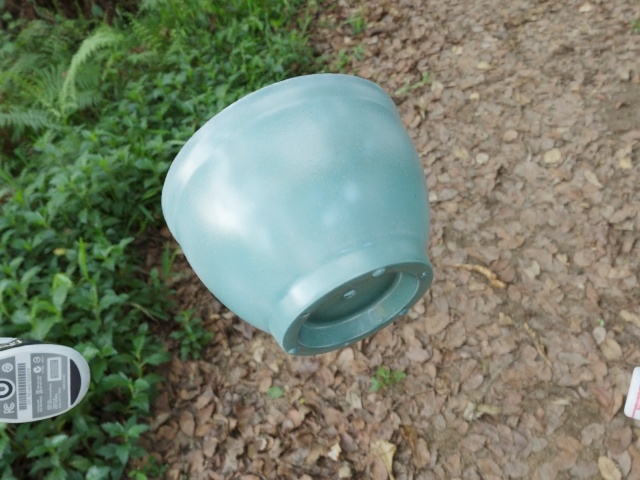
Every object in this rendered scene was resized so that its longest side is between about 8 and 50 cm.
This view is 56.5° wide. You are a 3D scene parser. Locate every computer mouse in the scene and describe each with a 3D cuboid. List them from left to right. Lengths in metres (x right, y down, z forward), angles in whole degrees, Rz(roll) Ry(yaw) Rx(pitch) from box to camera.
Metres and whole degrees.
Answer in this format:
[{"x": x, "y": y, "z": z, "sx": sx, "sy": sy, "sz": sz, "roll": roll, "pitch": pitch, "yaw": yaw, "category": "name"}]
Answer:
[{"x": -0.283, "y": 0.111, "z": 0.464, "sx": 0.193, "sy": 0.106, "sz": 0.042, "roll": 1, "pitch": 17, "yaw": -24, "category": "computer mouse"}]

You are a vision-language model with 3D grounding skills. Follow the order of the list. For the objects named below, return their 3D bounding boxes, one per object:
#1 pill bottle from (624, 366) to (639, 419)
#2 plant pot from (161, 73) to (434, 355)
[{"x": 0.583, "y": 0.266, "z": 0.956, "sx": 0.160, "sy": 0.087, "sz": 0.087, "roll": 13, "pitch": 51, "yaw": 29, "category": "pill bottle"}, {"x": 0.000, "y": 0.000, "z": 0.644, "sx": 0.293, "sy": 0.293, "sz": 0.196, "roll": -25, "pitch": 61, "yaw": -4, "category": "plant pot"}]
